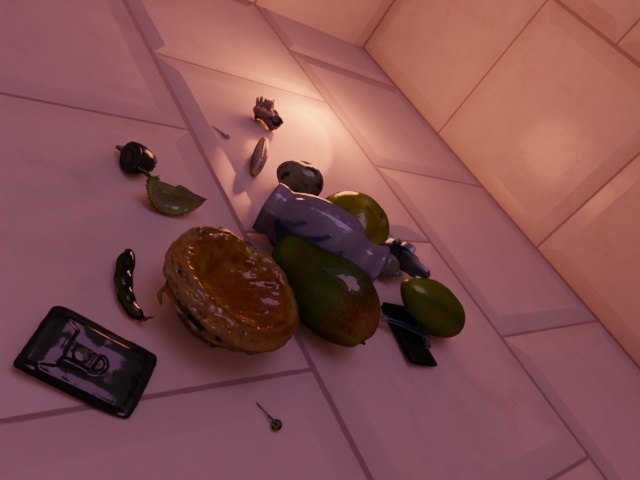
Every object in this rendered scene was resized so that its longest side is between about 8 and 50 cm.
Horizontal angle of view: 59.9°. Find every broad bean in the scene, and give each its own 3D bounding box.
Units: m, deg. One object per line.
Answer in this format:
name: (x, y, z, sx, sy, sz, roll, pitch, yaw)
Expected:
broad bean: (-0.453, 0.104, 1.316, 0.069, 0.039, 0.227, 1, 48, -36)

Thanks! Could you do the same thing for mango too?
mango: (0.010, 0.133, 1.565, 0.382, 0.225, 0.201, 44, 35, 13)
mango: (0.364, 0.210, 1.841, 0.343, 0.156, 0.192, 38, 15, -46)

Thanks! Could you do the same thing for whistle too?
whistle: (0.190, 0.063, 1.958, 0.253, 0.102, 0.106, 32, 72, -21)
whistle: (0.297, 0.056, 2.045, 0.093, 0.180, 0.269, -42, 57, -19)

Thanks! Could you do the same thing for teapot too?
teapot: (-0.537, -0.249, 1.644, 0.091, 0.092, 0.124, 17, 40, -58)

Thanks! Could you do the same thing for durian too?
durian: (-0.435, -0.136, 1.584, 0.215, 0.100, 0.086, 23, 30, -35)

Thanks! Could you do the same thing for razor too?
razor: (0.277, 0.279, 1.774, 0.191, 0.037, 0.068, 29, 30, -15)

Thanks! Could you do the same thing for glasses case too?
glasses case: (-0.224, -0.313, 2.051, 0.051, 0.081, 0.204, 25, 32, -17)

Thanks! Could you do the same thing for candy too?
candy: (-0.121, 0.405, 1.282, 0.083, 0.025, 0.023, 39, 2, 19)

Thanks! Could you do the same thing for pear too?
pear: (0.109, -0.079, 1.944, 0.288, 0.139, 0.239, 21, 28, 6)

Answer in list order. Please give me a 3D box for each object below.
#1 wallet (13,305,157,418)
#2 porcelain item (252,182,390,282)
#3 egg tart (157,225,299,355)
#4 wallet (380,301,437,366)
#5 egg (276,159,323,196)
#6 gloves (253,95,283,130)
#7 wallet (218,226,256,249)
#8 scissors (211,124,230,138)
wallet: (-0.462, 0.242, 1.122, 0.245, 0.052, 0.168, 32, 35, -14)
porcelain item: (0.000, 0.000, 1.724, 0.405, 0.242, 0.178, 31, 53, -2)
egg tart: (-0.231, 0.136, 1.380, 0.388, 0.169, 0.388, 29, 31, -20)
wallet: (0.288, 0.306, 1.815, 0.124, 0.025, 0.244, 14, 35, -36)
egg: (-0.076, -0.223, 2.026, 0.182, 0.141, 0.141, 27, 32, -1)
gloves: (-0.221, -0.526, 2.320, 0.110, 0.094, 0.144, -18, 81, -27)
wallet: (-0.256, 0.013, 1.644, 0.129, 0.026, 0.088, 32, 28, -8)
scissors: (-0.376, -0.409, 2.091, 0.083, 0.006, 0.036, 38, 29, 1)
